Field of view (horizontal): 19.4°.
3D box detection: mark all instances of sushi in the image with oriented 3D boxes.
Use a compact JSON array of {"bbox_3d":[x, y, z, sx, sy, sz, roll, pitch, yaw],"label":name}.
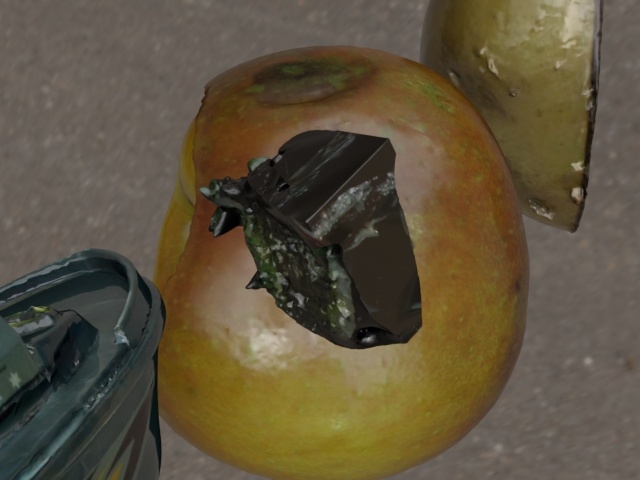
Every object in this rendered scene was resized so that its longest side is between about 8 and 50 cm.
[{"bbox_3d":[0.000,0.000,0.807,0.056,0.085,0.083,-46,125,-26],"label":"sushi"}]

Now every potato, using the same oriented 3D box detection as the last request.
[{"bbox_3d":[0.128,-0.155,1.293,0.116,0.239,0.299,3,118,3],"label":"potato"}]

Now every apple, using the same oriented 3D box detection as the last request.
[{"bbox_3d":[-0.002,0.015,1.006,0.207,0.237,0.237,2,74,-23],"label":"apple"}]

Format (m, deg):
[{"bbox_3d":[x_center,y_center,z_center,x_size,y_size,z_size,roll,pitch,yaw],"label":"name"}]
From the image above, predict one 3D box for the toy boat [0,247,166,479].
[{"bbox_3d":[-0.120,0.075,0.449,0.296,0.114,0.122,-52,126,-53],"label":"toy boat"}]
